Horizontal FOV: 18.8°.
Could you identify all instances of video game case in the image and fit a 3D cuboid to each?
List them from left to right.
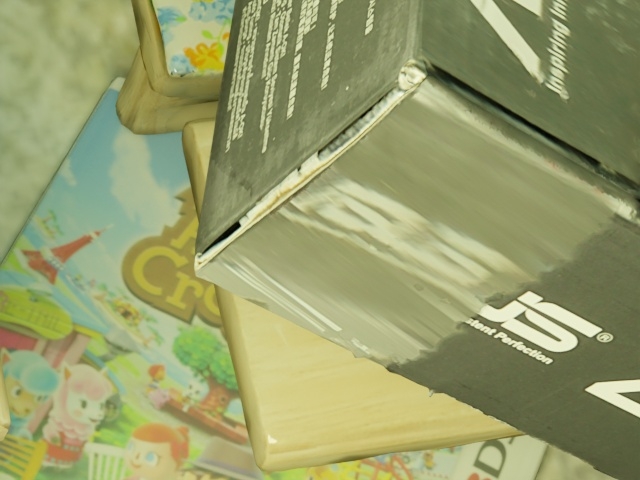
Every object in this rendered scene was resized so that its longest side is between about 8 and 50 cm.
[{"bbox_3d":[-0.024,0.062,0.704,0.212,0.023,0.193,28,59,-3],"label":"video game case"}]

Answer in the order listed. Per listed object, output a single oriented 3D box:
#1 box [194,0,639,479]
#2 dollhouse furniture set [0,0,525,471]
[{"bbox_3d":[0.135,-0.099,0.588,0.318,0.097,0.395,27,48,-24],"label":"box"},{"bbox_3d":[0.000,0.000,0.581,0.394,0.256,0.362,-6,67,-21],"label":"dollhouse furniture set"}]
